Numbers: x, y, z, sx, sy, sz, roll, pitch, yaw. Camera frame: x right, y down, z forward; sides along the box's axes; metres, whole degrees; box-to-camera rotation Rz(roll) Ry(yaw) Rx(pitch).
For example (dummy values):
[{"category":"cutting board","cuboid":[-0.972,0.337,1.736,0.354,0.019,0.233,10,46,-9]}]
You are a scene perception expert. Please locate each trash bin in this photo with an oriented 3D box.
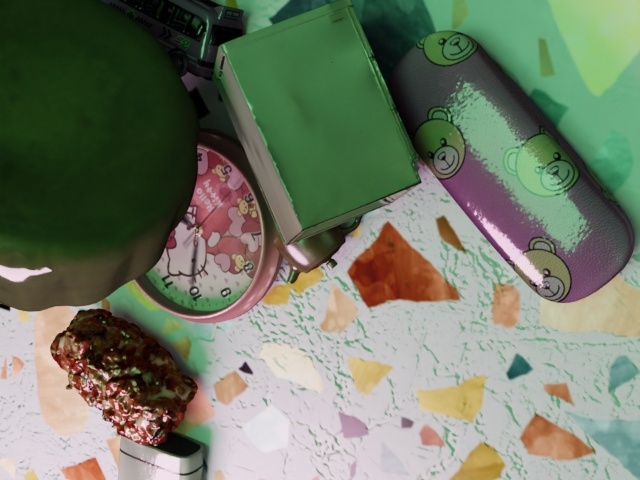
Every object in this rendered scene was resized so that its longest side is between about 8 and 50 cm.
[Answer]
[{"category":"trash bin","cuboid":[-0.214,0.322,1.450,0.116,0.059,0.129,15,108,27]}]

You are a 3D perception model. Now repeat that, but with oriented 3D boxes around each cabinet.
[{"category":"cabinet","cuboid":[-0.003,-0.121,1.161,0.150,0.145,0.206,-23,88,-10]}]

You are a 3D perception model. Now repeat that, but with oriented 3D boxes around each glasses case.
[{"category":"glasses case","cuboid":[0.191,-0.077,1.127,0.123,0.076,0.316,-43,77,28]}]

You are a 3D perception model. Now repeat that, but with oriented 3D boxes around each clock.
[{"category":"clock","cuboid":[-0.149,-0.017,1.347,0.244,0.056,0.244,5,101,27]}]

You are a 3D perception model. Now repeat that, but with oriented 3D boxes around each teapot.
[{"category":"teapot","cuboid":[0.000,0.000,1.259,0.121,0.076,0.068,-39,89,0]}]

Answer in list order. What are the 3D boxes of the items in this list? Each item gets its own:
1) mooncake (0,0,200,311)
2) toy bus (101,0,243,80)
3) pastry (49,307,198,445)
[{"category":"mooncake","cuboid":[-0.302,-0.100,1.211,0.351,0.351,0.187,52,159,11]},{"category":"toy bus","cuboid":[-0.177,-0.259,1.299,0.178,0.087,0.098,31,107,24]},{"category":"pastry","cuboid":[-0.257,0.171,1.414,0.208,0.115,0.097,43,141,15]}]
